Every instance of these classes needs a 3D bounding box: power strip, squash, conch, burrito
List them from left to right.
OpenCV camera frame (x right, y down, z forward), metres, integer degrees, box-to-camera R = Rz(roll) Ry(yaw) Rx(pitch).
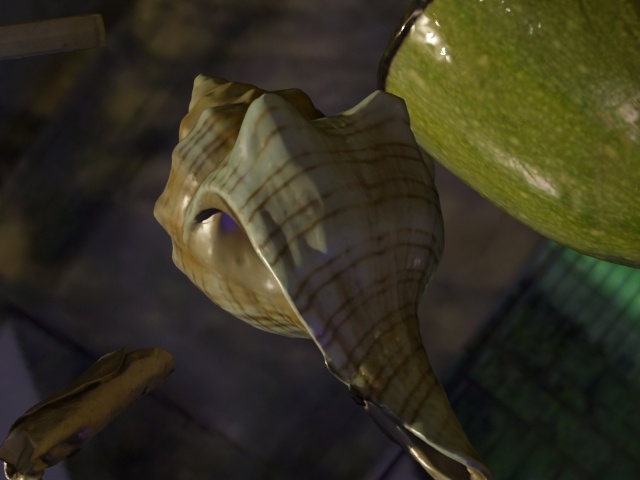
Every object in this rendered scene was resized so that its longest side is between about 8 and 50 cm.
[{"bbox_3d":[-0.272,-0.155,1.437,0.227,0.029,0.080,-13,-169,-35],"label":"power strip"},{"bbox_3d":[-0.248,0.176,1.885,0.226,0.087,0.060,-39,-70,-48],"label":"burrito"},{"bbox_3d":[0.008,-0.011,1.110,0.386,0.169,0.203,34,175,46],"label":"conch"},{"bbox_3d":[0.253,-0.094,1.468,0.309,0.310,0.310,52,-169,21],"label":"squash"}]
